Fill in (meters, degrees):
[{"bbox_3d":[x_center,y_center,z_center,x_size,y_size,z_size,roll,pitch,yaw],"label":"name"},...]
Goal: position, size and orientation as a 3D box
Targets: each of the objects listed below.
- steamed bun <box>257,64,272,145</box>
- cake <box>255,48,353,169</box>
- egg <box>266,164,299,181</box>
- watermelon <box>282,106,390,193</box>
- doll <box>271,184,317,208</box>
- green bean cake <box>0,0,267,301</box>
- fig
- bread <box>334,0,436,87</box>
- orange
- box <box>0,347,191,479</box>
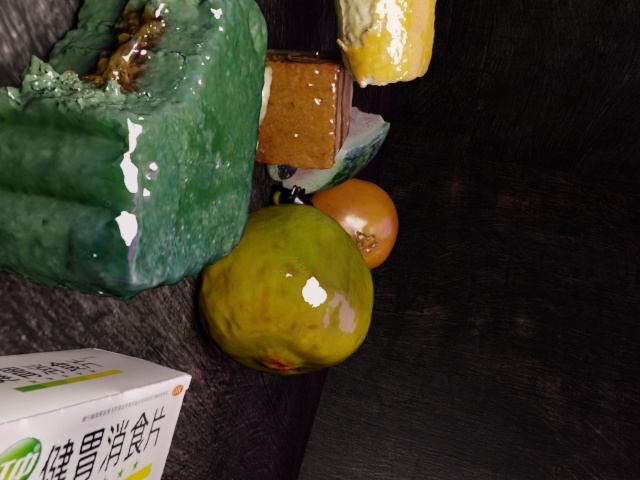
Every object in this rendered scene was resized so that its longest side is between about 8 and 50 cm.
[{"bbox_3d":[-0.142,-0.188,0.729,0.192,0.106,0.177,-100,-154,-57],"label":"steamed bun"},{"bbox_3d":[-0.041,-0.275,0.951,0.293,0.198,0.196,-67,160,-59],"label":"cake"},{"bbox_3d":[-0.081,-0.185,1.098,0.085,0.085,0.110,57,55,-74],"label":"egg"},{"bbox_3d":[0.011,-0.237,1.253,0.232,0.310,0.193,50,40,-26],"label":"watermelon"},{"bbox_3d":[-0.057,-0.079,1.226,0.249,0.127,0.088,87,6,-80],"label":"doll"},{"bbox_3d":[-0.176,-0.122,0.491,0.300,0.169,0.308,-30,130,-77],"label":"green bean cake"},{"bbox_3d":[-0.057,0.083,0.942,0.343,0.343,0.343,12,90,-79],"label":"fig"},{"bbox_3d":[0.100,-0.441,0.747,0.236,0.165,0.375,-70,161,-58],"label":"bread"},{"bbox_3d":[0.090,-0.046,1.542,0.312,0.312,0.312,12,90,-79],"label":"orange"},{"bbox_3d":[-0.263,0.204,0.441,0.333,0.145,0.173,40,64,-77],"label":"box"}]
